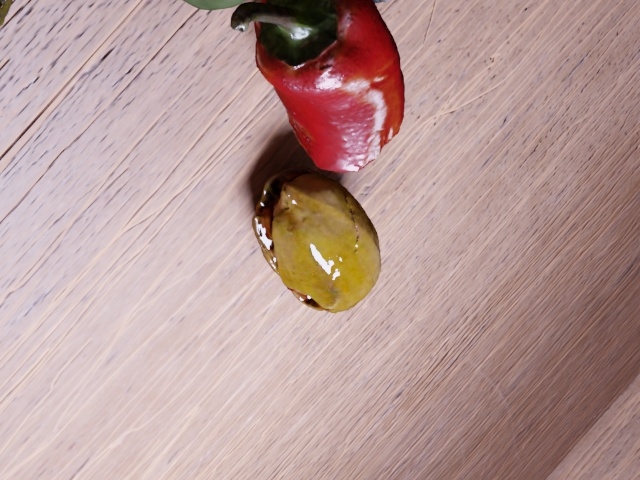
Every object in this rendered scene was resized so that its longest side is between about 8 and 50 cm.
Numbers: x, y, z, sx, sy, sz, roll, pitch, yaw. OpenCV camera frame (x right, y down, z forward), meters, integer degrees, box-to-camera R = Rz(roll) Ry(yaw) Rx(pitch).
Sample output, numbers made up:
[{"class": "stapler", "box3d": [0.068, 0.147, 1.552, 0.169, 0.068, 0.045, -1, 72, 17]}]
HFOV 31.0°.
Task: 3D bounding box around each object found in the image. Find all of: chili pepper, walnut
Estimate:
[{"class": "chili pepper", "box3d": [0.000, -0.190, 1.087, 0.131, 0.134, 0.338, -27, 157, 3]}, {"class": "walnut", "box3d": [0.000, 0.000, 1.334, 0.137, 0.137, 0.245, -40, 142, -13]}]

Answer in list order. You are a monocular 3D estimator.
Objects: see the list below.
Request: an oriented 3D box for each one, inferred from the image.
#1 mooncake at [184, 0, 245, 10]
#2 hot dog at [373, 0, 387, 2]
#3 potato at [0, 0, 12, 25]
[{"class": "mooncake", "box3d": [-0.049, -0.323, 0.831, 0.351, 0.187, 0.351, -33, 162, -12]}, {"class": "hot dog", "box3d": [0.077, -0.341, 1.091, 0.163, 0.082, 0.270, 11, 132, -23]}, {"class": "potato", "box3d": [-0.272, -0.236, 0.789, 0.149, 0.113, 0.251, -28, 142, -39]}]
